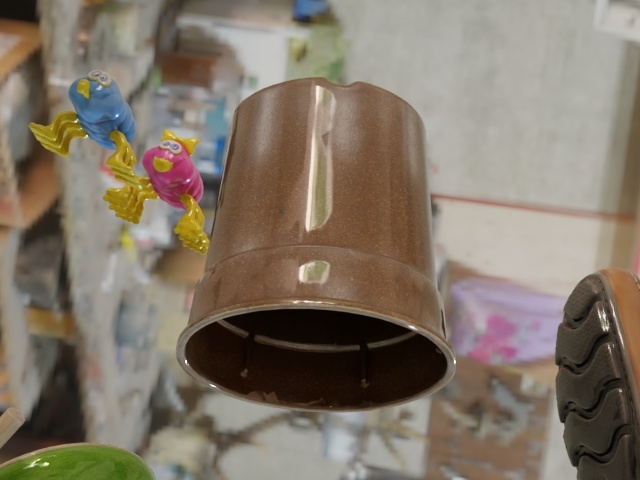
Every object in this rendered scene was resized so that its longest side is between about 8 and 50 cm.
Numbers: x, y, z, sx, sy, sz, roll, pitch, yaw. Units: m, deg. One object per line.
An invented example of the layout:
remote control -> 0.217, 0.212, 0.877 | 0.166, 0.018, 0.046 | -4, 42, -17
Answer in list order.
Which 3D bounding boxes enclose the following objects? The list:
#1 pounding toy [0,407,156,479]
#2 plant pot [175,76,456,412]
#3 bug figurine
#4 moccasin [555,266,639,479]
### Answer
pounding toy -> -0.228, 0.257, 1.313 | 0.237, 0.183, 0.110 | 35, 24, -50
plant pot -> 0.000, 0.000, 0.972 | 0.167, 0.167, 0.165 | 83, 8, -64
bug figurine -> -0.070, -0.038, 1.181 | 0.216, 0.279, 0.072 | 81, 34, -72
moccasin -> 0.310, 0.199, 1.314 | 0.380, 0.147, 0.139 | 67, -24, 17
